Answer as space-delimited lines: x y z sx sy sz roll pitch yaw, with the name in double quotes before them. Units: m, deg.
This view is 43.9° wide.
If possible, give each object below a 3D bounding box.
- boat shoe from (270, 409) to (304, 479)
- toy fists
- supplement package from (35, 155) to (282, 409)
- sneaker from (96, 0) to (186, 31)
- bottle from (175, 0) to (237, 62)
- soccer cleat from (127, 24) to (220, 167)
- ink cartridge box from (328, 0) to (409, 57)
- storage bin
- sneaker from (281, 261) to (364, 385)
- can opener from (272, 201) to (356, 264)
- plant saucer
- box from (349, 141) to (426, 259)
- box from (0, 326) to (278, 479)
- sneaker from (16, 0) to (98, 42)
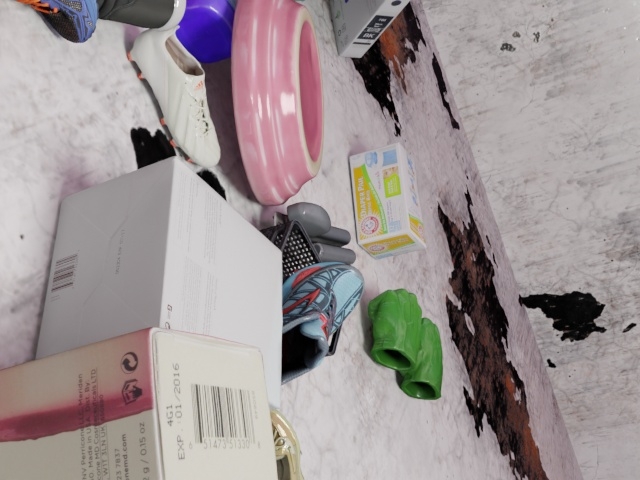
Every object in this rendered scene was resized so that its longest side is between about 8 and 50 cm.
"boat shoe" -0.055 0.287 1.009 0.048 0.056 0.152 -42 121 -70
"toy fists" 0.166 0.195 1.529 0.279 0.096 0.142 50 42 -47
"supplement package" -0.152 0.064 0.809 0.203 0.149 0.194 45 36 -49
"sneaker" -0.269 -0.379 0.903 0.147 0.105 0.295 -22 87 -56
"bottle" -0.158 -0.393 1.173 0.118 0.092 0.282 55 29 -48
"soccer cleat" -0.172 -0.181 1.022 0.196 0.076 0.068 63 25 -25
"ink cartridge box" 0.117 -0.533 1.648 0.065 0.333 0.165 -2 74 -24
"storage bin" -0.045 0.076 1.134 0.180 0.084 0.122 61 26 -26
"sneaker" -0.019 0.119 0.988 0.262 0.125 0.104 -37 118 -33
"can opener" 0.000 0.000 1.291 0.280 0.093 0.074 20 56 -68
"plant saucer" -0.052 -0.218 1.184 0.332 0.084 0.331 -2 90 -80
"box" 0.136 -0.077 1.607 0.103 0.114 0.203 38 42 -57
"box" -0.169 0.157 0.601 0.149 0.233 0.126 26 51 -61
"sneaker" -0.308 -0.269 0.788 0.221 0.083 0.087 49 57 -52
